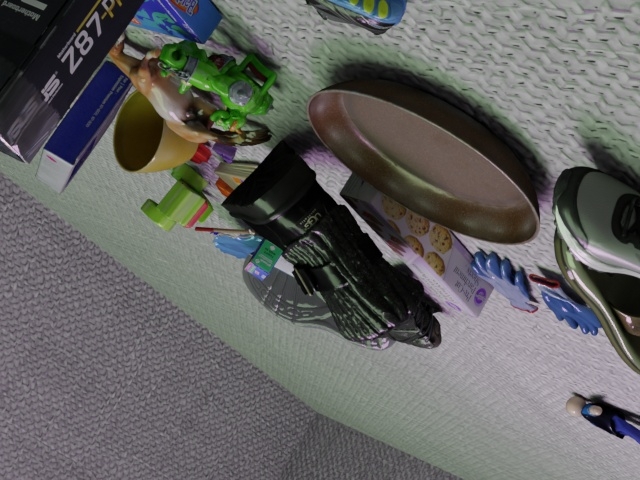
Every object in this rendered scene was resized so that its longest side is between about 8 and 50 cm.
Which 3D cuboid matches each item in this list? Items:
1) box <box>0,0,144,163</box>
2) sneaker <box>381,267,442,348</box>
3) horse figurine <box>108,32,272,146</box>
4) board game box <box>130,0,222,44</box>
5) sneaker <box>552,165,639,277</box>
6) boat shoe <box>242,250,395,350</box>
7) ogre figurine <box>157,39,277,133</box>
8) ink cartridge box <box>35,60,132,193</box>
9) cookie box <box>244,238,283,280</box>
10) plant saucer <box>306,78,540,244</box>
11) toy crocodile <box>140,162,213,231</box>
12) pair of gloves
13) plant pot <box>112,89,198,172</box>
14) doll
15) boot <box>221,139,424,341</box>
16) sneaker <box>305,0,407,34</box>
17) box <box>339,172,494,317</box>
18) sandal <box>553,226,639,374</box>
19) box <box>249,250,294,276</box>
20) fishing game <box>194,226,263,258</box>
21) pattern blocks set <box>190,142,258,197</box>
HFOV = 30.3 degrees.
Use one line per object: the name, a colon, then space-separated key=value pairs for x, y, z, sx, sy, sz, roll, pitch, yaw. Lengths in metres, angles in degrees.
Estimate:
box: x=-0.369 y=-0.289 z=1.226 sx=0.395 sy=0.318 sz=0.097 roll=26 pitch=166 yaw=26
sneaker: x=0.159 y=0.119 z=2.031 sx=0.130 sy=0.087 sz=0.227 roll=14 pitch=153 yaw=0
horse figurine: x=-0.195 y=-0.204 z=1.685 sx=0.263 sy=0.066 sz=0.174 roll=41 pitch=158 yaw=-27
board game box: x=-0.239 y=-0.317 z=1.413 sx=0.210 sy=0.047 sz=0.160 roll=21 pitch=163 yaw=38
sneaker: x=0.351 y=0.003 z=1.195 sx=0.272 sy=0.100 sz=0.108 roll=32 pitch=153 yaw=-15
boat shoe: x=0.007 y=0.103 z=2.212 sx=0.321 sy=0.118 sz=0.103 roll=21 pitch=-158 yaw=9
ogre figurine: x=-0.124 y=-0.199 z=1.475 sx=0.118 sy=0.096 sz=0.197 roll=30 pitch=167 yaw=10
ink cartridge box: x=-0.385 y=-0.184 z=1.927 sx=0.069 sy=0.175 sz=0.371 roll=35 pitch=166 yaw=-12
cookie box: x=-0.080 y=0.009 z=1.977 sx=0.040 sy=0.107 sz=0.092 roll=32 pitch=167 yaw=-4
plant saucer: x=0.127 y=-0.098 z=1.388 sx=0.311 sy=0.050 sz=0.310 roll=30 pitch=167 yaw=8
toy crocodile: x=-0.246 y=-0.066 z=2.112 sx=0.105 sy=0.115 sz=0.340 roll=39 pitch=176 yaw=-6
pair of gloves: x=0.308 y=0.075 z=1.668 sx=0.198 sy=0.023 sz=0.159 roll=19 pitch=163 yaw=42
plant pot: x=-0.247 y=-0.164 z=1.849 sx=0.095 sy=0.134 sz=0.134 roll=10 pitch=-175 yaw=-44
doll: x=0.502 y=0.314 z=2.036 sx=0.189 sy=0.046 sz=0.129 roll=27 pitch=176 yaw=45
boot: x=-0.003 y=0.003 z=1.645 sx=0.260 sy=0.131 sz=0.348 roll=46 pitch=-178 yaw=-13
sneaker: x=-0.009 y=-0.247 z=1.118 sx=0.188 sy=0.067 sz=0.078 roll=28 pitch=160 yaw=2
box: x=0.144 y=0.001 z=1.673 sx=0.063 sy=0.067 sz=0.324 roll=19 pitch=160 yaw=45
sandal: x=0.367 y=0.064 z=1.318 sx=0.086 sy=0.120 sz=0.303 roll=-5 pitch=143 yaw=46
box: x=-0.026 y=0.038 z=2.120 sx=0.178 sy=0.042 sz=0.109 roll=27 pitch=-161 yaw=17
fishing game: x=-0.117 y=0.014 z=2.305 sx=0.189 sy=0.041 sz=0.264 roll=4 pitch=163 yaw=31
pattern blocks set: x=-0.087 y=-0.075 z=1.984 sx=0.285 sy=0.026 sz=0.325 roll=18 pitch=161 yaw=44
